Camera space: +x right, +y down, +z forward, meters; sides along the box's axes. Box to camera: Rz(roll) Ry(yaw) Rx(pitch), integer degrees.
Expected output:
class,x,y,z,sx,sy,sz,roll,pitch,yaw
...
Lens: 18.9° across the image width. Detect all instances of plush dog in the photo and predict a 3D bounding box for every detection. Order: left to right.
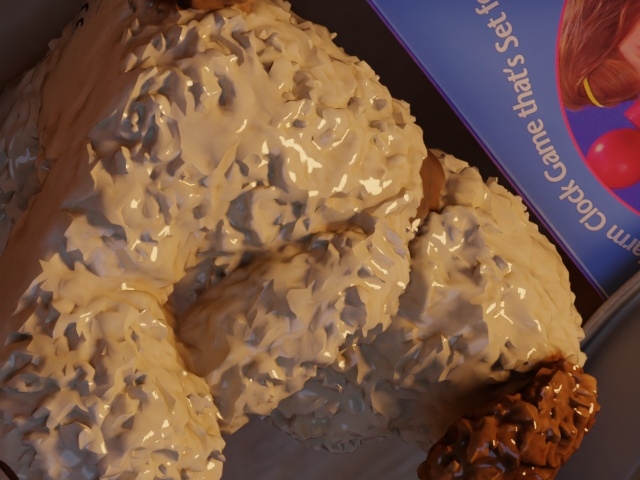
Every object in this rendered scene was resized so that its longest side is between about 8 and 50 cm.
class,x,y,z,sx,sy,sz,roll,pitch,yaw
plush dog,0.000,0.000,0.720,0.225,0.262,0.210,30,105,-25

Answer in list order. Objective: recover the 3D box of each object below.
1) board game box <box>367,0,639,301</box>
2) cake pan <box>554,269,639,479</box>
class,x,y,z,sx,sy,sz,roll,pitch,yaw
board game box,0.128,-0.142,0.724,0.233,0.078,0.347,-34,119,12
cake pan,0.228,0.090,0.820,0.293,0.054,0.293,-10,132,-11
